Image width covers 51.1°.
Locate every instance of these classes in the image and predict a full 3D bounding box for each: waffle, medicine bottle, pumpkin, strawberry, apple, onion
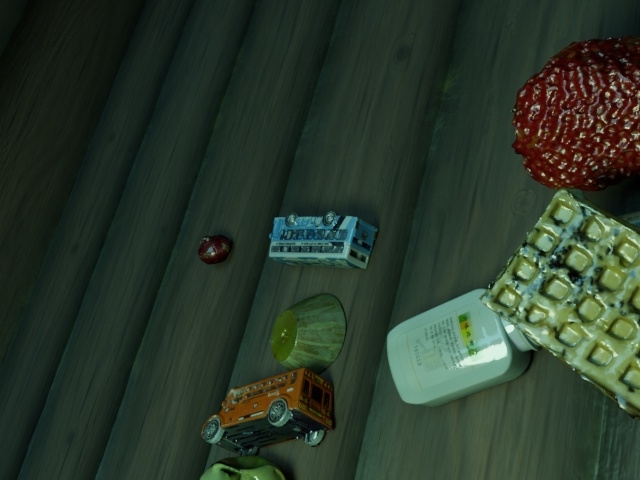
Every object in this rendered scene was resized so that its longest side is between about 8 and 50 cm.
[{"bbox_3d":[0.483,0.106,1.080,0.376,0.114,0.261,38,104,25],"label":"waffle"},{"bbox_3d":[0.295,0.202,1.316,0.324,0.124,0.179,-31,53,31],"label":"medicine bottle"},{"bbox_3d":[-0.050,0.226,1.660,0.217,0.110,0.217,-20,60,39],"label":"pumpkin"},{"bbox_3d":[0.531,-0.252,1.221,0.351,0.267,0.312,-7,56,63],"label":"strawberry"},{"bbox_3d":[-0.175,0.592,1.515,0.207,0.174,0.188,1,85,-1],"label":"apple"},{"bbox_3d":[-0.328,0.025,2.055,0.107,0.097,0.107,-29,30,18],"label":"onion"}]

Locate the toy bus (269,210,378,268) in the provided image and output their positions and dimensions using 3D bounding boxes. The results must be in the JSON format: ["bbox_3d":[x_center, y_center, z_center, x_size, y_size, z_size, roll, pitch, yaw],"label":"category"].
[{"bbox_3d":[0.000,0.000,1.739,0.297,0.106,0.131,-1,71,43],"label":"toy bus"}]

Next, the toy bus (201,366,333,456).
[{"bbox_3d":[-0.130,0.416,1.603,0.329,0.143,0.153,-26,41,34],"label":"toy bus"}]

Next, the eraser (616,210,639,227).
[{"bbox_3d":[0.549,0.025,1.196,0.291,0.087,0.171,-16,55,37],"label":"eraser"}]
